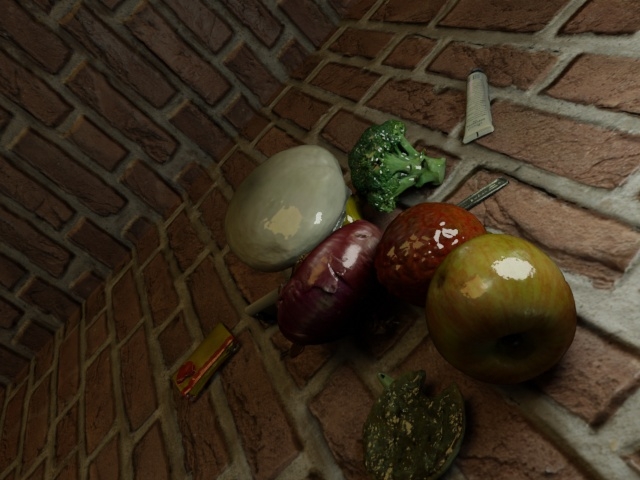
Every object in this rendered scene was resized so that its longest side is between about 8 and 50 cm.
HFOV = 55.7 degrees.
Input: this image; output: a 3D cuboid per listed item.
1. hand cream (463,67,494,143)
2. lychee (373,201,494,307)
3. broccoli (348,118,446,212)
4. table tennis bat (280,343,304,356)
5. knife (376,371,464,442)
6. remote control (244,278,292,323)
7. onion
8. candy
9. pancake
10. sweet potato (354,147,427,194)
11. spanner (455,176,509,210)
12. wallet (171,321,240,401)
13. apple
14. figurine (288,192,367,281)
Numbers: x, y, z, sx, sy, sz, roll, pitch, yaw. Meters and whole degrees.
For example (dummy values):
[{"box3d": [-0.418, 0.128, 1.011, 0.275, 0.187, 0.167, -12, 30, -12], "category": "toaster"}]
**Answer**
[{"box3d": [0.450, -0.390, 1.731, 0.095, 0.059, 0.276, -22, 43, 36], "category": "hand cream"}, {"box3d": [0.253, 0.034, 1.308, 0.255, 0.300, 0.255, 180, 90, -68], "category": "lychee"}, {"box3d": [0.206, -0.199, 1.668, 0.270, 0.270, 0.270, 9, 54, 15], "category": "broccoli"}, {"box3d": [-0.075, 0.298, 1.650, 0.083, 0.007, 0.050, -28, 35, 28], "category": "table tennis bat"}, {"box3d": [0.194, 0.335, 1.233, 0.043, 0.020, 0.293, -53, 30, -1], "category": "knife"}, {"box3d": [-0.069, 0.162, 1.711, 0.313, 0.109, 0.055, -32, 48, 27], "category": "remote control"}, {"box3d": [0.061, 0.128, 1.454, 0.347, 0.285, 0.347, -46, -13, -14], "category": "onion"}, {"box3d": [-0.103, -0.092, 1.646, 0.386, 0.186, 0.427, -41, 36, 8], "category": "candy"}, {"box3d": [0.176, 0.369, 1.174, 0.253, 0.037, 0.253, -34, 38, 32], "category": "pancake"}, {"box3d": [0.205, -0.201, 1.827, 0.264, 0.057, 0.057, -36, 31, 18], "category": "sweet potato"}, {"box3d": [0.328, -0.062, 1.524, 0.325, 0.026, 0.093, -35, 33, 20], "category": "spanner"}, {"box3d": [-0.358, 0.374, 1.880, 0.241, 0.067, 0.141, -51, 31, -5], "category": "wallet"}, {"box3d": [0.317, 0.115, 1.098, 0.264, 0.264, 0.264, -33, 32, 25], "category": "apple"}, {"box3d": [0.006, -0.003, 1.742, 0.327, 0.169, 0.218, -35, 57, 35], "category": "figurine"}]
